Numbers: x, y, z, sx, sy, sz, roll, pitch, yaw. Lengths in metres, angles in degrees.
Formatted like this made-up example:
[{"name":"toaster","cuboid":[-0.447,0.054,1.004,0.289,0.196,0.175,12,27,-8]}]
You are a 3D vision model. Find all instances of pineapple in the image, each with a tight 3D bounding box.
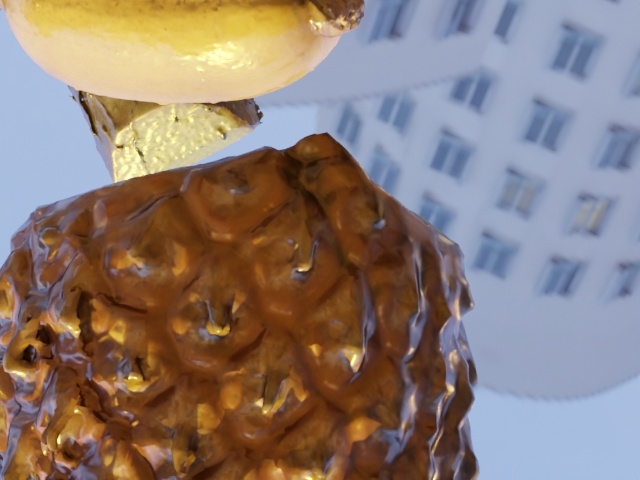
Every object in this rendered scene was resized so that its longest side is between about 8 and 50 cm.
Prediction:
[{"name":"pineapple","cuboid":[-0.030,0.157,0.644,0.202,0.202,0.362,2,-105,-19]}]

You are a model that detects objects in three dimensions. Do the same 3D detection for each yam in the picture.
[{"name":"yam","cuboid":[-0.197,-0.199,1.843,0.271,0.202,0.201,64,-161,6]}]

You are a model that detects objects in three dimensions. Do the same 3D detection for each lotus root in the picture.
[{"name":"lotus root","cuboid":[-0.118,-0.164,1.235,0.303,0.146,0.130,9,-98,18]}]

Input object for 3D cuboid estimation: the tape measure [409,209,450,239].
[{"name":"tape measure","cuboid":[0.000,0.000,1.616,0.235,0.115,0.207,9,-161,-27]}]
